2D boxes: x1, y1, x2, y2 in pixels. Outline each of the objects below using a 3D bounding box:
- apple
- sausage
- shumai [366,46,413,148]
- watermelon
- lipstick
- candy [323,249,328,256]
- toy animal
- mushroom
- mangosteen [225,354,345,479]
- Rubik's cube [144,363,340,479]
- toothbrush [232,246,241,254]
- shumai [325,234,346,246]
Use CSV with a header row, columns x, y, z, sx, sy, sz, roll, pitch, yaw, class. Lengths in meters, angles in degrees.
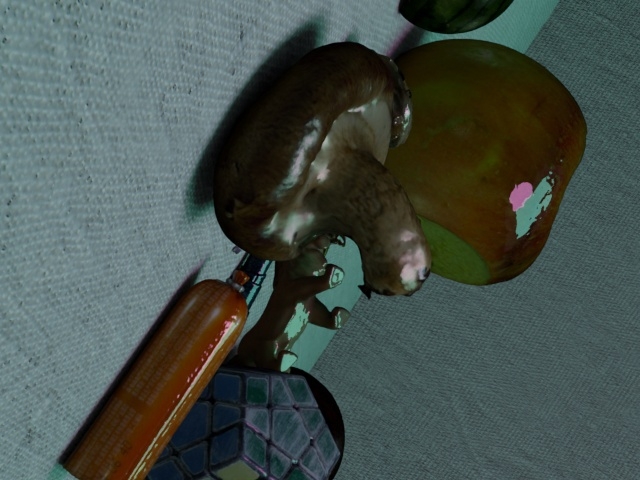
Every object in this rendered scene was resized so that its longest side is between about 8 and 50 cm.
x,y,z,sx,sy,sz,roll,pitch,yaw,class
0.217,-0.120,2.009,0.374,0.374,0.384,-49,164,-47,apple
-0.183,0.165,1.556,0.312,0.093,0.093,-56,172,-11,sausage
0.045,-0.170,1.608,0.116,0.146,0.145,-17,162,-10,shumai
0.210,-0.361,1.765,0.232,0.127,0.204,-55,178,32,watermelon
-0.096,0.053,1.808,0.234,0.053,0.053,-59,172,2,lipstick
0.000,0.000,2.219,0.175,0.043,0.045,-63,180,36,candy
-0.048,0.115,1.957,0.097,0.157,0.312,30,86,-44,toy animal
0.011,-0.089,1.405,0.267,0.254,0.267,-165,-90,-77,mushroom
-0.098,0.329,2.198,0.288,0.288,0.288,-56,172,-11,mangosteen
-0.133,0.305,1.782,0.319,0.319,0.264,-55,146,-17,Rubik's cube
-0.098,0.003,1.739,0.006,0.008,0.097,-45,179,23,toothbrush
0.003,-0.009,2.060,0.082,0.080,0.083,-58,175,22,shumai
